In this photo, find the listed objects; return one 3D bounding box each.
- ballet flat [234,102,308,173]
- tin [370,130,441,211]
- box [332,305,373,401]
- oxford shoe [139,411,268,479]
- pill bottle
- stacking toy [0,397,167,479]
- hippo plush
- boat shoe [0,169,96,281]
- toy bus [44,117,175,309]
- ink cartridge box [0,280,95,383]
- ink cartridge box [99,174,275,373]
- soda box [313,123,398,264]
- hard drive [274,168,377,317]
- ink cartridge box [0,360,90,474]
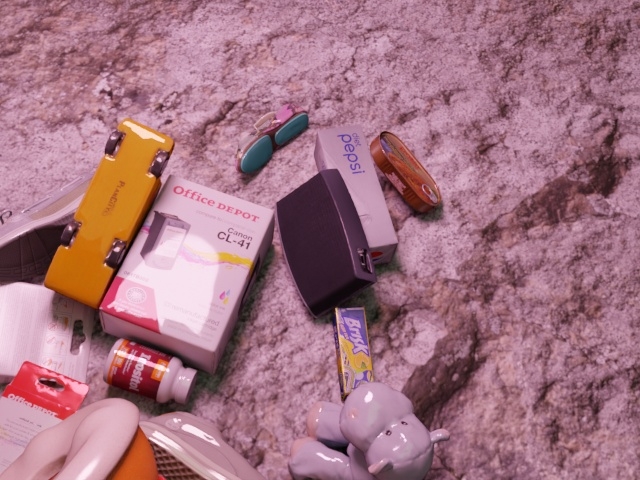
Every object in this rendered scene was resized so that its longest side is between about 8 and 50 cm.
[{"bbox_3d":[-0.118,-0.216,1.790,0.079,0.077,0.221,29,56,28],"label":"ballet flat"},{"bbox_3d":[0.174,-0.140,1.757,0.190,0.040,0.106,50,37,-5],"label":"tin"},{"bbox_3d":[0.060,0.209,1.595,0.059,0.054,0.169,-2,62,-9],"label":"box"},{"bbox_3d":[-0.128,0.431,1.411,0.449,0.169,0.130,36,28,9],"label":"oxford shoe"},{"bbox_3d":[-0.299,0.235,1.515,0.151,0.086,0.086,19,62,2],"label":"pill bottle"},{"bbox_3d":[-0.279,0.507,1.260,0.350,0.350,0.480,-44,104,-25],"label":"stacking toy"},{"bbox_3d":[0.079,0.367,1.411,0.234,0.237,0.294,-24,68,-19],"label":"hippo plush"},{"bbox_3d":[-0.512,-0.033,1.605,0.103,0.118,0.320,32,51,25],"label":"boat shoe"},{"bbox_3d":[-0.375,-0.046,1.551,0.108,0.130,0.333,24,81,-2],"label":"toy bus"},{"bbox_3d":[-0.532,0.169,1.551,0.224,0.056,0.181,13,60,-22],"label":"ink cartridge box"},{"bbox_3d":[-0.241,0.059,1.591,0.226,0.131,0.306,19,63,3],"label":"ink cartridge box"},{"bbox_3d":[0.067,-0.090,1.730,0.098,0.091,0.287,-9,64,-12],"label":"soda box"},{"bbox_3d":[0.000,0.000,1.640,0.054,0.172,0.255,18,47,-50],"label":"hard drive"},{"bbox_3d":[-0.492,0.335,1.442,0.134,0.078,0.231,21,62,3],"label":"ink cartridge box"}]
